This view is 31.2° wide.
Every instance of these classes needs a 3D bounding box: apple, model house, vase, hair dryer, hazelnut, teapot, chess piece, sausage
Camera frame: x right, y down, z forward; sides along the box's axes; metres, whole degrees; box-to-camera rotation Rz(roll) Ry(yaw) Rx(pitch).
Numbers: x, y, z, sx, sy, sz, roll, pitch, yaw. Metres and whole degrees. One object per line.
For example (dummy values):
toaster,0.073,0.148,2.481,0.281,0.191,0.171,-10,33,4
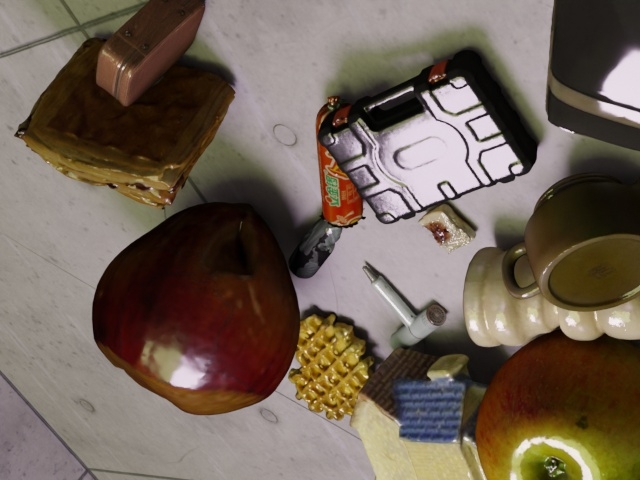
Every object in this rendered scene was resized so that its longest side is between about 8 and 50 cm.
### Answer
apple,0.413,0.316,1.843,0.339,0.340,0.340,23,143,18
model house,0.232,0.320,2.106,0.321,0.261,0.266,-7,116,44
vase,0.000,0.000,2.061,0.060,0.060,0.211,36,146,0
hair dryer,0.127,0.116,2.116,0.183,0.044,0.155,42,144,0
hazelnut,-0.211,0.137,2.101,0.402,0.402,0.429,40,161,-5
teapot,0.372,-0.011,1.639,0.267,0.175,0.185,-31,133,26
chess piece,0.387,0.091,1.772,0.299,0.167,0.167,1,132,31
sausage,0.029,-0.135,1.871,0.083,0.083,0.264,20,142,22

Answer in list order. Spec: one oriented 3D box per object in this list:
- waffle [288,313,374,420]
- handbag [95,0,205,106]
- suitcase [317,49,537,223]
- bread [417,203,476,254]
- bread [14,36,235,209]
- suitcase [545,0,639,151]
waffle,0.015,0.254,2.316,0.249,0.056,0.253,0,118,44
handbag,-0.274,-0.307,1.822,0.072,0.193,0.151,37,150,1
suitcase,0.157,-0.146,1.707,0.285,0.066,0.206,-21,118,36
bread,0.209,-0.020,1.884,0.083,0.035,0.070,48,142,-12
bread,-0.321,-0.185,1.943,0.324,0.278,0.167,17,146,20
suitcase,0.399,-0.269,1.300,0.283,0.194,0.434,20,141,21
